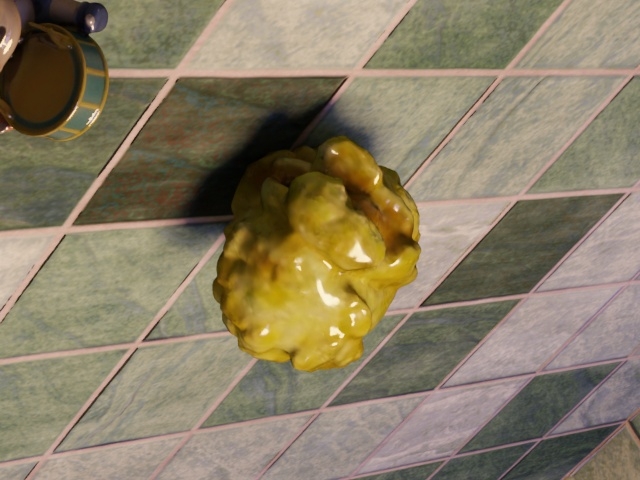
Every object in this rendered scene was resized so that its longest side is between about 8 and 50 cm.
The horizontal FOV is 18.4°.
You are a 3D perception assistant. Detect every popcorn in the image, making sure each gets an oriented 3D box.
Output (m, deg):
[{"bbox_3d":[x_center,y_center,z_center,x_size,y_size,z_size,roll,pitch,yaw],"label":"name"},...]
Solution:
[{"bbox_3d":[0.000,0.000,2.195,0.242,0.235,0.250,-37,-165,25],"label":"popcorn"}]

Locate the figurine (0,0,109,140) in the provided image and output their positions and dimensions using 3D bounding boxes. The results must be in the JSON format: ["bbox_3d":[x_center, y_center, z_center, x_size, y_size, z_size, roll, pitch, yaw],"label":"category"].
[{"bbox_3d":[-0.295,-0.165,1.585,0.275,0.158,0.161,6,128,-54],"label":"figurine"}]
